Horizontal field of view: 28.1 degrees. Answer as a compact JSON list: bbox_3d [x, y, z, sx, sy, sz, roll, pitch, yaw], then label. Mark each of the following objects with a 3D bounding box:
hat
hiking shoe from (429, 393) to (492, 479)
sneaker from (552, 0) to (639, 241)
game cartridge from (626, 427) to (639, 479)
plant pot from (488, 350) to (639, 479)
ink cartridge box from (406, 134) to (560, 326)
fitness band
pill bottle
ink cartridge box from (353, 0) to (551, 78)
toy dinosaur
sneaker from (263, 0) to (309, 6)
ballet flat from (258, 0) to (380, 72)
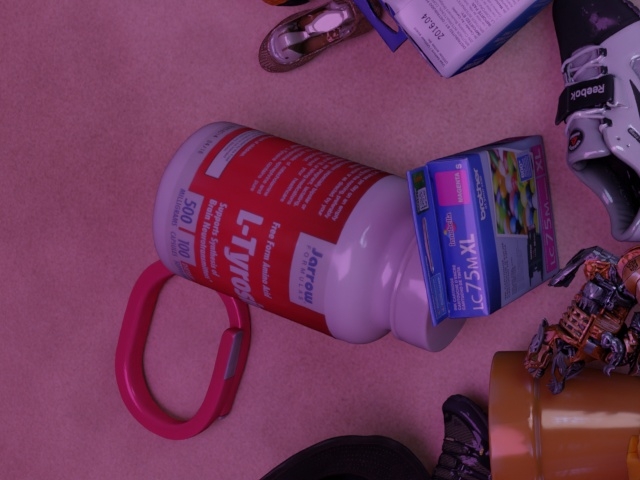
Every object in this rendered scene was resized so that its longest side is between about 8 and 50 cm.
[{"bbox_3d":[0.001,0.383,1.806,0.134,0.331,0.331,-119,45,-60],"label":"hat"},{"bbox_3d":[0.184,0.321,1.702,0.086,0.114,0.226,-4,98,58],"label":"hiking shoe"},{"bbox_3d":[0.340,-0.152,1.506,0.122,0.146,0.330,-31,80,54],"label":"sneaker"},{"bbox_3d":[0.521,0.316,1.447,0.324,0.052,0.285,-1,135,22],"label":"game cartridge"},{"bbox_3d":[0.315,0.238,1.589,0.188,0.205,0.205,-3,98,14],"label":"plant pot"},{"bbox_3d":[0.202,-0.018,1.525,0.065,0.311,0.185,-5,97,32],"label":"ink cartridge box"},{"bbox_3d":[-0.212,0.162,1.951,0.209,0.054,0.290,27,110,26],"label":"fitness band"},{"bbox_3d":[0.000,0.000,1.692,0.408,0.229,0.229,19,108,26],"label":"pill bottle"},{"bbox_3d":[0.178,-0.378,1.486,0.395,0.151,0.270,-40,84,28],"label":"ink cartridge box"},{"bbox_3d":[0.386,0.078,1.449,0.218,0.164,0.322,50,128,5],"label":"toy dinosaur"},{"bbox_3d":[0.006,-0.423,1.699,0.262,0.099,0.121,-40,71,22],"label":"sneaker"},{"bbox_3d":[-0.016,-0.285,1.743,0.206,0.067,0.073,-24,87,31],"label":"ballet flat"}]
